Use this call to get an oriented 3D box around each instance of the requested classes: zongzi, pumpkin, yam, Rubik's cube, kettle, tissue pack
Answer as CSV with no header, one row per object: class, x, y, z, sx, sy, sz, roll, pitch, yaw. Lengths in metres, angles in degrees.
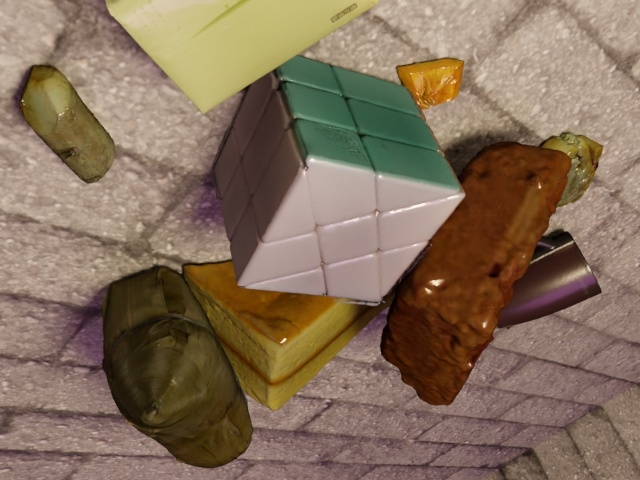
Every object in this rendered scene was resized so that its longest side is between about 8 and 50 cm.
zongzi,-0.195,0.265,0.953,0.174,0.393,0.356,-26,116,-8
pumpkin,0.158,-0.219,0.898,0.101,0.035,0.073,-13,139,-7
yam,-0.300,-0.133,0.756,0.070,0.069,0.146,-23,144,2
Rubik's cube,0.010,-0.076,0.833,0.231,0.224,0.221,9,134,-27
kettle,0.430,0.081,1.318,0.232,0.144,0.202,-29,122,14
tissue pack,-0.081,-0.266,0.652,0.234,0.125,0.159,-30,142,10

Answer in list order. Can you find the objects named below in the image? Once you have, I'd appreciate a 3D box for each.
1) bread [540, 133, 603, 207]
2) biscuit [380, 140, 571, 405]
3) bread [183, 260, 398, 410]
bread,0.424,-0.120,1.120,0.117,0.064,0.156,-15,143,-11
biscuit,0.234,0.057,1.029,0.342,0.166,0.395,-58,164,-28
bread,-0.032,0.096,1.179,0.362,0.245,0.233,-36,151,-33
